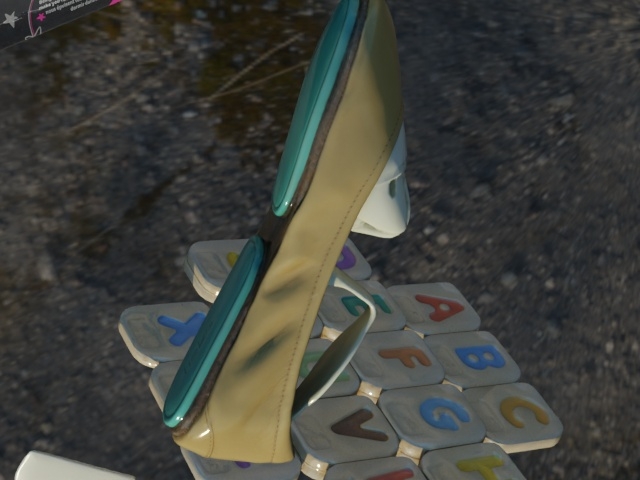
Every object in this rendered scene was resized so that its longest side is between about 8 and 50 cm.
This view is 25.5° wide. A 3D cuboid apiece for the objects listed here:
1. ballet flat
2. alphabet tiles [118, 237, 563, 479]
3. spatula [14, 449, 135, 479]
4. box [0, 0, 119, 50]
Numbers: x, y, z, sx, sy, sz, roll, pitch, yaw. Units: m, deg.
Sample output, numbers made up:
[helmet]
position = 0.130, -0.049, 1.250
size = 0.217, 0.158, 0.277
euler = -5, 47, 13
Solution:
[ballet flat]
position = 0.000, 0.000, 0.653
size = 0.073, 0.080, 0.232
euler = 21, 107, -12
[alphabet tiles]
position = 0.018, 0.088, 0.947
size = 0.284, 0.278, 0.021
euler = 55, 136, 43
[spatula]
position = -0.152, 0.229, 1.037
size = 0.168, 0.242, 0.019
euler = -48, 40, 24
[box]
position = -0.201, -0.257, 1.000
size = 0.163, 0.247, 0.142
euler = 39, 145, 37
